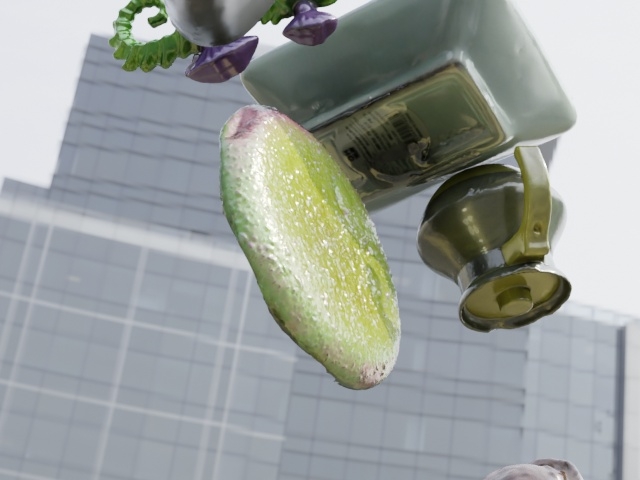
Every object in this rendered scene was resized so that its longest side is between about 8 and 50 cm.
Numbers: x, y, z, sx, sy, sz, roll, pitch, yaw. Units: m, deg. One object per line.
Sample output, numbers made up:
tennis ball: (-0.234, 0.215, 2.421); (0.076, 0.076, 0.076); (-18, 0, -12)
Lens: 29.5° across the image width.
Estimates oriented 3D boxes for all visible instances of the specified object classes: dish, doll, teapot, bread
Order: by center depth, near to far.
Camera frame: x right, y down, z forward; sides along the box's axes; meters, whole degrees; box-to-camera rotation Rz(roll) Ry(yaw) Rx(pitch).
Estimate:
bread: (0.000, 0.000, 0.891); (0.033, 0.229, 0.228); (-27, -39, 21)
doll: (-0.072, -0.178, 0.926); (0.190, 0.115, 0.050); (-25, -26, 0)
dish: (0.068, -0.103, 1.002); (0.243, 0.080, 0.182); (-22, -60, 28)
teapot: (0.152, -0.004, 1.002); (0.130, 0.119, 0.166); (-3, -33, -16)

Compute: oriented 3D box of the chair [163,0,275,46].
chair: (-0.151, -0.273, 0.346); (0.410, 0.362, 0.364); (22, -10, -1)

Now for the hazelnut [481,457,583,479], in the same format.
hazelnut: (0.216, 0.318, 1.283); (0.170, 0.160, 0.201); (-53, -25, 17)
